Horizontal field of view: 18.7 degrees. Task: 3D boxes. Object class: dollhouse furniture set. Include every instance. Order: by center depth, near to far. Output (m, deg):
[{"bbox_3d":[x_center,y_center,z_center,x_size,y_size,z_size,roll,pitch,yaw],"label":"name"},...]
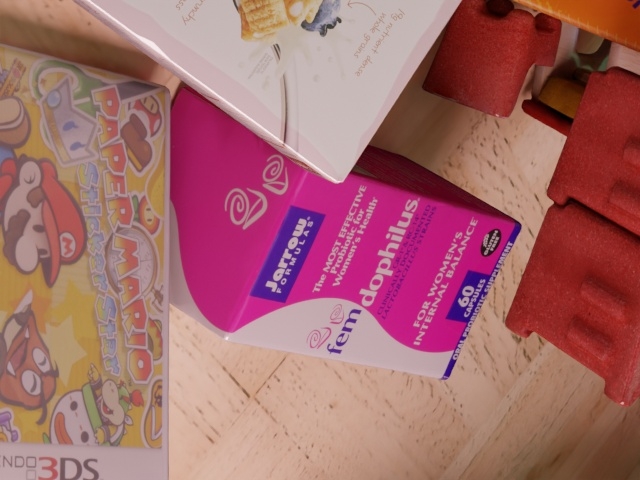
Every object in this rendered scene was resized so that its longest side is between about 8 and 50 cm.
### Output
[{"bbox_3d":[0.178,-0.031,1.134,0.201,0.374,0.152,11,104,-27],"label":"dollhouse furniture set"}]

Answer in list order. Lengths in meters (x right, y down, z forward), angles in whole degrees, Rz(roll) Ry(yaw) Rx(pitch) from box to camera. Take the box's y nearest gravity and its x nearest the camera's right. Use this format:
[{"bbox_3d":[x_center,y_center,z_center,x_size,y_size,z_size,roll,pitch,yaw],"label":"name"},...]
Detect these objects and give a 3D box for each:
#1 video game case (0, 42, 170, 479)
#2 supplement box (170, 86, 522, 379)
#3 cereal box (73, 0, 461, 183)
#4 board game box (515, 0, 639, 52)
[{"bbox_3d":[-0.149,0.018,0.955,0.206,0.026,0.227,10,76,-52],"label":"video game case"},{"bbox_3d":[0.000,0.000,1.134,0.220,0.114,0.111,14,105,-50],"label":"supplement box"},{"bbox_3d":[-0.038,-0.162,0.945,0.240,0.047,0.173,35,86,-26],"label":"cereal box"},{"bbox_3d":[0.359,-0.242,1.104,0.356,0.356,0.356,9,105,-39],"label":"board game box"}]
